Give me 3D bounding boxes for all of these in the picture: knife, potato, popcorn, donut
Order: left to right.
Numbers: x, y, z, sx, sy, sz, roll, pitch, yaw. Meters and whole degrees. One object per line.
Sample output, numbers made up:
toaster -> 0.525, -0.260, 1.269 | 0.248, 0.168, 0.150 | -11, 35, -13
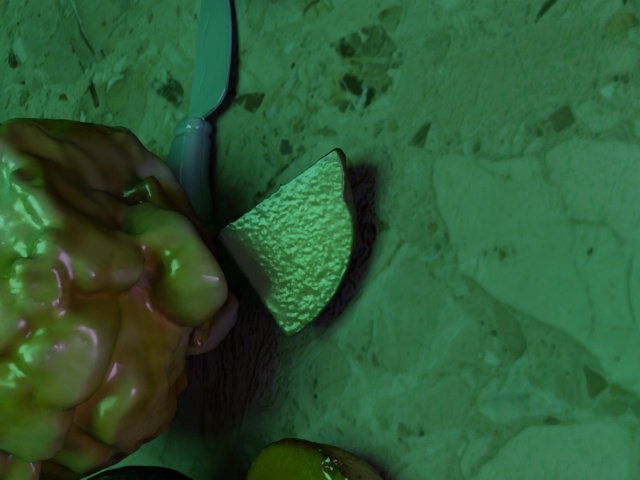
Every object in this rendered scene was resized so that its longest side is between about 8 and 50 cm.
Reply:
popcorn -> -0.273, 0.059, 1.136 | 0.354, 0.344, 0.390 | -53, 10, -34
knife -> -0.125, -0.153, 1.284 | 0.080, 0.044, 0.331 | -3, 77, 52
potato -> 0.000, 0.000, 1.094 | 0.149, 0.081, 0.120 | -35, 86, 21
donut -> 0.004, 0.252, 1.025 | 0.178, 0.065, 0.162 | 20, 102, 49

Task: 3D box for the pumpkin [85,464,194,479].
pumpkin -> -0.170, 0.352, 1.054 | 0.300, 0.207, 0.300 | -179, 90, -79
